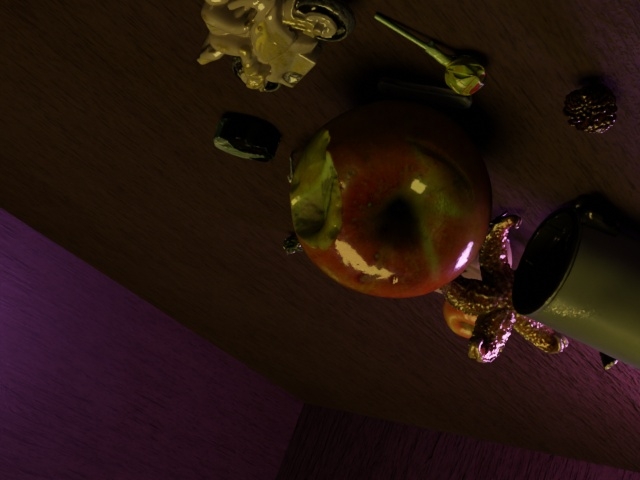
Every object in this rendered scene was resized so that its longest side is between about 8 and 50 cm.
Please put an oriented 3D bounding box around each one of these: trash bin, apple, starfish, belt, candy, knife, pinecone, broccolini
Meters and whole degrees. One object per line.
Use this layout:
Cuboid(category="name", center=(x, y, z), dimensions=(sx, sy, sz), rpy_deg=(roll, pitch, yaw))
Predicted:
Cuboid(category="trash bin", center=(0.516, 0.089, 1.833), dimensions=(0.262, 0.217, 0.277), rpy_deg=(24, 120, -10))
Cuboid(category="apple", center=(0.115, -0.070, 1.681), dimensions=(0.339, 0.339, 0.339), rpy_deg=(19, 160, 7))
Cuboid(category="starfish", center=(0.371, 0.092, 1.971), dimensions=(0.312, 0.303, 0.113), rpy_deg=(-15, -172, -28))
Cuboid(category="belt", center=(-0.148, -0.204, 2.016), dimensions=(0.140, 0.058, 0.105), rpy_deg=(13, 165, 13))
Cuboid(category="candy", center=(0.163, -0.285, 1.502), dimensions=(0.194, 0.062, 0.058), rpy_deg=(33, -156, -5))
Cuboid(category="apple", center=(0.362, 0.150, 2.304), dimensions=(0.163, 0.139, 0.163), rpy_deg=(24, 150, 15))
Cuboid(category="knife", center=(0.168, -0.242, 1.630), dimensions=(0.162, 0.023, 0.044), rpy_deg=(14, 161, 21))
Cuboid(category="pinecone", center=(0.396, -0.189, 1.457), dimensions=(0.077, 0.077, 0.083), rpy_deg=(2, 156, 44))
Cuboid(category="broccolini", center=(0.000, 0.000, 2.434), dimensions=(0.239, 0.051, 0.054), rpy_deg=(-10, 138, 44))

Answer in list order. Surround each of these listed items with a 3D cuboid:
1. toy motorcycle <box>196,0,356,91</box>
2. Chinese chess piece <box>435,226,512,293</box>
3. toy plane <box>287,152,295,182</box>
Cuboid(category="toy motorcycle", center=(-0.098, -0.330, 1.555), dimensions=(0.223, 0.108, 0.340), rpy_deg=(28, 158, -17))
Cuboid(category="Chinese chess piece", center=(0.275, 0.030, 2.119), dimensions=(0.257, 0.104, 0.257), rpy_deg=(19, 161, 7))
Cuboid(category="toy plane", center=(-0.006, -0.086, 2.029), dimensions=(0.107, 0.182, 0.273), rpy_deg=(-11, 124, -4))
